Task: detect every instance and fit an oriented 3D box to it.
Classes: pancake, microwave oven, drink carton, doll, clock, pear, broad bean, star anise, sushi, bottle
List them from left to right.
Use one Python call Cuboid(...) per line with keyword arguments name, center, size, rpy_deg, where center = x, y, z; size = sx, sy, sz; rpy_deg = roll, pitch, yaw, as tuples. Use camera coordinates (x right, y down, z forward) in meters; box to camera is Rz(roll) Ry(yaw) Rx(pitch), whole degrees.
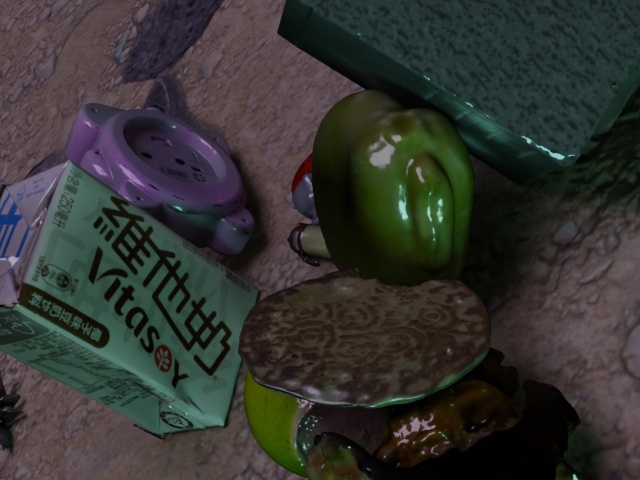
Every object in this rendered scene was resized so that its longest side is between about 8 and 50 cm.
Cuboid(name="star anise", center=(-0.476, 0.243, 1.812), size=(0.124, 0.056, 0.129), rpy_deg=(-8, 57, 31))
Cuboid(name="drink carton", center=(-0.237, 0.074, 1.461), size=(0.132, 0.324, 0.194), rpy_deg=(-14, 51, 40))
Cuboid(name="clock", center=(-0.202, -0.079, 1.638), size=(0.090, 0.227, 0.248), rpy_deg=(-63, 34, 26))
Cuboid(name="bottle", center=(0.001, -0.001, 1.503), size=(0.063, 0.047, 0.101), rpy_deg=(-29, 17, -33))
Cuboid(name="doll", center=(0.007, -0.075, 1.506), size=(0.102, 0.075, 0.227), rpy_deg=(-39, 20, 20))
Cuboid(name="pear", center=(0.009, 0.140, 1.271), size=(0.187, 0.187, 0.219), rpy_deg=(-48, 22, 7))
Cuboid(name="pancake", center=(0.037, 0.083, 1.135), size=(0.235, 0.029, 0.212), rpy_deg=(13, 35, 33))
Cuboid(name="broad bean", center=(0.071, -0.040, 1.292), size=(0.119, 0.291, 0.238), rpy_deg=(-20, 75, -16))
Cuboid(name="sushi", center=(0.111, 0.215, 1.092), size=(0.200, 0.204, 0.213), rpy_deg=(45, 135, 27))
Cuboid(name="microwave oven", center=(0.207, -0.317, 1.245), size=(0.432, 0.374, 0.236), rpy_deg=(-59, 5, -2))
